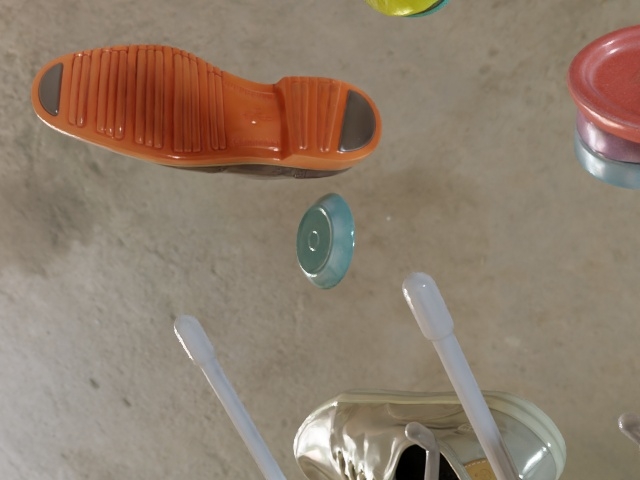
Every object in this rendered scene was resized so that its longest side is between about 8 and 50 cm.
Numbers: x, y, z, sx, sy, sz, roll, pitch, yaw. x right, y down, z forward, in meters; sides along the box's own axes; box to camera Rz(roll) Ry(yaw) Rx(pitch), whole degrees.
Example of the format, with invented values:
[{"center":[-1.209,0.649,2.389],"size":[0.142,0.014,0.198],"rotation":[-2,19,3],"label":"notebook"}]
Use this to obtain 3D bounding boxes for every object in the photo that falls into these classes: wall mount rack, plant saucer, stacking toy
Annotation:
[{"center":[0.069,0.146,0.546],"size":[0.350,0.130,0.304],"rotation":[-15,148,42],"label":"wall mount rack"},{"center":[0.000,0.000,0.959],"size":[0.119,0.021,0.119],"rotation":[-14,73,56],"label":"plant saucer"},{"center":[0.392,-0.130,0.682],"size":[0.279,0.309,0.130],"rotation":[36,159,43],"label":"stacking toy"}]

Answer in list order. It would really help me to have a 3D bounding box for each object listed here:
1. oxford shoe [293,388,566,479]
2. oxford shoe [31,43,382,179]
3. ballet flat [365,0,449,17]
[{"center":[0.084,0.269,0.933],"size":[0.169,0.130,0.449],"rotation":[53,146,-10],"label":"oxford shoe"},{"center":[-0.123,-0.116,0.856],"size":[0.364,0.130,0.133],"rotation":[8,161,-17],"label":"oxford shoe"},{"center":[0.044,-0.258,0.684],"size":[0.077,0.231,0.077],"rotation":[34,108,-31],"label":"ballet flat"}]
